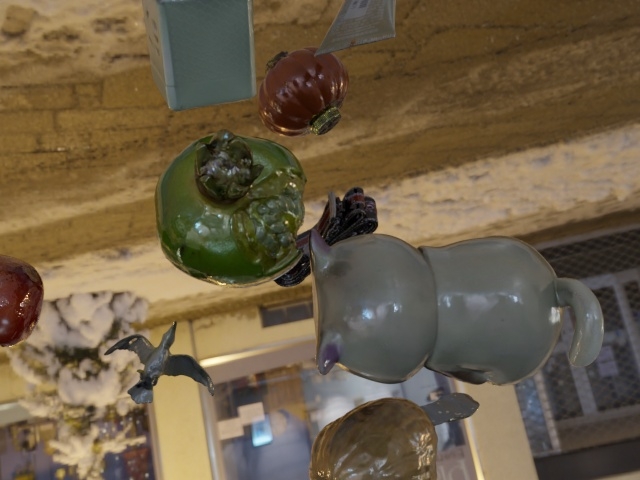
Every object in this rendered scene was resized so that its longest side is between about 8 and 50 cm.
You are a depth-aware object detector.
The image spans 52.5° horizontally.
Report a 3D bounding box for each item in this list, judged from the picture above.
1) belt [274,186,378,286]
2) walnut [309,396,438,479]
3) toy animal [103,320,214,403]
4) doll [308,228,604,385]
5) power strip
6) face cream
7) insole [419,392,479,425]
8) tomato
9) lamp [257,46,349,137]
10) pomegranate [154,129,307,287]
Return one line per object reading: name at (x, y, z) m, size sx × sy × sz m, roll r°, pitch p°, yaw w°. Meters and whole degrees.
belt at (0.000, 0.000, 1.615) m, size 0.126 × 0.094 × 0.359 m, roll 24°, pitch 135°, yaw -30°
walnut at (0.102, 0.397, 1.177) m, size 0.224 × 0.225 × 0.260 m, roll -24°, pitch 173°, yaw 42°
toy animal at (-0.285, 0.218, 1.157) m, size 0.219 × 0.095 × 0.155 m, roll 25°, pitch 128°, yaw -2°
doll at (0.163, 0.093, 0.899) m, size 0.370 × 0.215 × 0.226 m, roll 1°, pitch 168°, yaw -5°
power strip at (-0.181, -0.326, 0.957) m, size 0.139 × 0.140 × 0.225 m, roll -13°, pitch 128°, yaw -19°
face cream at (0.087, -0.423, 1.155) m, size 0.137 × 0.341 × 0.084 m, roll -6°, pitch 130°, yaw 21°
insole at (0.293, 0.392, 1.503) m, size 0.247 × 0.011 × 0.081 m, roll 0°, pitch -154°, yaw -46°
tomato at (-0.462, 0.067, 0.945) m, size 0.091 × 0.159 × 0.139 m, roll -42°, pitch 174°, yaw -2°
lamp at (-0.040, -0.330, 1.451) m, size 0.223 × 0.197 × 0.223 m, roll -39°, pitch 174°, yaw -5°
pomegranate at (-0.128, -0.056, 0.897) m, size 0.235 × 0.236 × 0.302 m, roll -12°, pitch 163°, yaw 0°
